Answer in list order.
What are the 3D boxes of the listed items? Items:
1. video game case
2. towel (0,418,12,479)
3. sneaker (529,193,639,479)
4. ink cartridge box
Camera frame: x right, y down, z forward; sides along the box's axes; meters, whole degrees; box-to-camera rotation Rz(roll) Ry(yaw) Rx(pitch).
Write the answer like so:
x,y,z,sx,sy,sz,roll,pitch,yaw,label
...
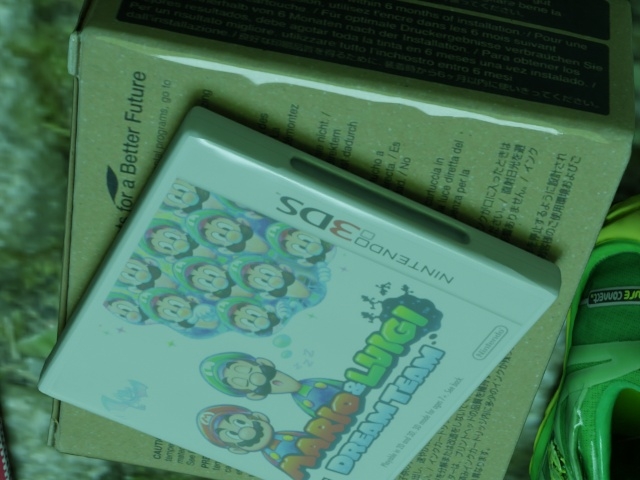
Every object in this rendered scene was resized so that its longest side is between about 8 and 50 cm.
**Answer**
x,y,z,sx,sy,sz,roll,pitch,yaw,label
-0.013,0.034,0.617,0.143,0.019,0.157,23,134,-13,video game case
-0.291,0.089,0.832,0.275,0.031,0.199,3,133,3,towel
0.142,0.110,0.717,0.109,0.123,0.295,0,137,9,sneaker
0.000,0.000,0.657,0.193,0.088,0.234,12,136,-1,ink cartridge box
